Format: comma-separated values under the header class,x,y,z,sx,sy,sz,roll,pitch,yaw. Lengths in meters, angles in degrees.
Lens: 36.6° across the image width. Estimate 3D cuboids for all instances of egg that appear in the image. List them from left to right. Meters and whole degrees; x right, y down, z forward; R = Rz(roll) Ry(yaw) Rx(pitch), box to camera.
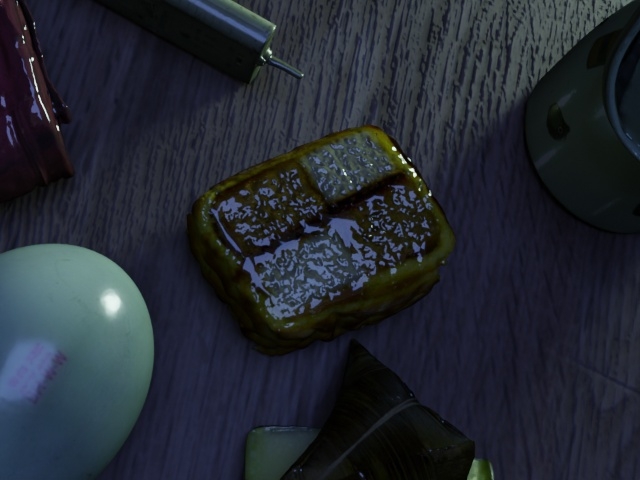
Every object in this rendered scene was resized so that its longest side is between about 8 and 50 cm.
class,x,y,z,sx,sy,sz,roll,pitch,yaw
egg,-0.239,0.123,0.743,0.182,0.183,0.264,35,75,-2

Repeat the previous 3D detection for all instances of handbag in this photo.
class,x,y,z,sx,sy,sz,roll,pitch,yaw
handbag,-0.298,-0.141,0.833,0.135,0.146,0.225,-17,78,-13

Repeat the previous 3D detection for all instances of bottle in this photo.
class,x,y,z,sx,sy,sz,roll,pitch,yaw
bottle,0.351,-0.143,0.890,0.229,0.352,0.229,4,74,-14

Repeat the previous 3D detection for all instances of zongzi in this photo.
class,x,y,z,sx,sy,sz,roll,pitch,yaw
zongzi,0.007,0.164,0.815,0.187,0.084,0.184,-12,42,-32

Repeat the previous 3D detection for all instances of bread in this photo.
class,x,y,z,sx,sy,sz,roll,pitch,yaw
bread,0.000,0.000,0.893,0.222,0.096,0.182,-25,78,-20

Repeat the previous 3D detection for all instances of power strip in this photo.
class,x,y,z,sx,sy,sz,roll,pitch,yaw
power strip,-0.135,-0.220,0.927,0.267,0.092,0.034,29,71,-4

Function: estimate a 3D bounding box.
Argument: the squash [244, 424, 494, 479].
class,x,y,z,sx,sy,sz,roll,pitch,yaw
squash,0.052,0.255,0.795,0.236,0.155,0.204,9,72,-9
